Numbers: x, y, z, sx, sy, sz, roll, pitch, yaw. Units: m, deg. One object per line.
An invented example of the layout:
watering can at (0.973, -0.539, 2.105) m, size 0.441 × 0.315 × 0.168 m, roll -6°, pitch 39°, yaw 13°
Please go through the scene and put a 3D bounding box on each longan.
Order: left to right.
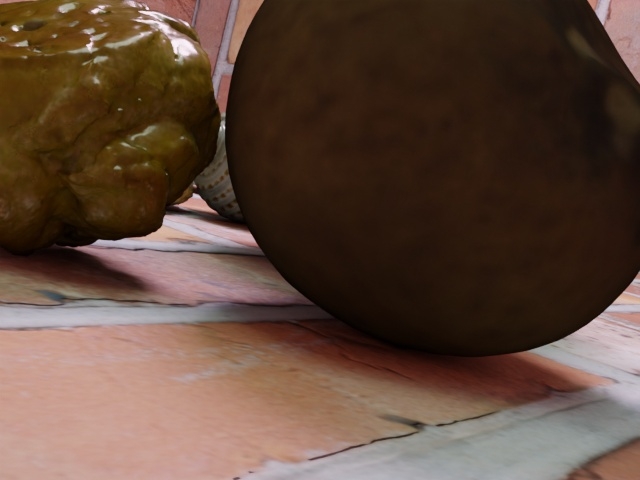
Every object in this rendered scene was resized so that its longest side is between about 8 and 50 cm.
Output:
longan at (0.085, -0.069, 0.630) m, size 0.318 × 0.319 × 0.319 m, roll 13°, pitch 5°, yaw -1°

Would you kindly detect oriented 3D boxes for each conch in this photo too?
conch at (-0.105, -0.086, 1.223) m, size 0.172 × 0.131 × 0.200 m, roll -8°, pitch -53°, yaw 44°

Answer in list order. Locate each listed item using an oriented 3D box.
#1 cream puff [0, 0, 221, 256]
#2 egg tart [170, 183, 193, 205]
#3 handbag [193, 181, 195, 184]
cream puff at (-0.194, -0.090, 0.648) m, size 0.244 × 0.196 × 0.244 m, roll -11°, pitch 4°, yaw 1°
egg tart at (-0.320, -0.136, 1.183) m, size 0.341 × 0.132 × 0.341 m, roll 13°, pitch 4°, yaw -1°
handbag at (-0.171, -0.134, 1.671) m, size 0.256 × 0.079 × 0.219 m, roll 22°, pitch 13°, yaw 24°
